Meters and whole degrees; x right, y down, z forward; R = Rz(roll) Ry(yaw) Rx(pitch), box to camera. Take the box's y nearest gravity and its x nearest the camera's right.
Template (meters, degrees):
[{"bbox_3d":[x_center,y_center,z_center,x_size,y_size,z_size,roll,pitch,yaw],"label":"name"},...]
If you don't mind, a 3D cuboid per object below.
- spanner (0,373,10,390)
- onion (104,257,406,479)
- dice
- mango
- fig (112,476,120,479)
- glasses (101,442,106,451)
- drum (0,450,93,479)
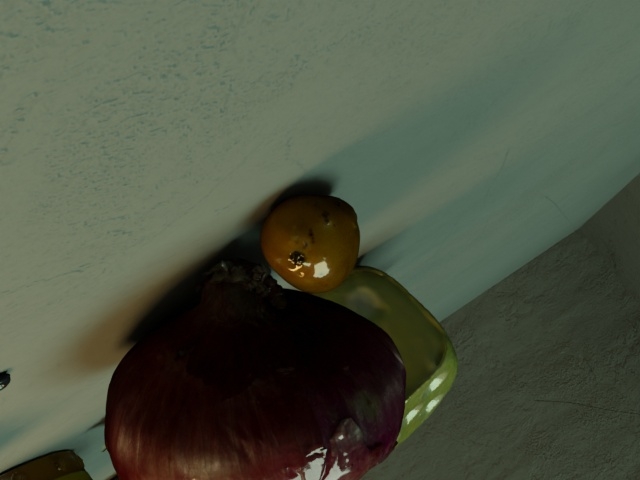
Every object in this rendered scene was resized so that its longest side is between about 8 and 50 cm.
[{"bbox_3d":[-0.366,0.162,0.829,0.208,0.012,0.046,-24,163,-43],"label":"spanner"},{"bbox_3d":[-0.076,0.142,1.036,0.347,0.285,0.347,-6,-161,2],"label":"onion"},{"bbox_3d":[0.063,0.203,1.508,0.233,0.238,0.227,-38,157,-17],"label":"dice"},{"bbox_3d":[0.003,-0.001,0.982,0.084,0.105,0.159,-21,-178,32],"label":"mango"},{"bbox_3d":[-0.381,0.543,2.025,0.159,0.159,0.257,-38,-173,14],"label":"fig"},{"bbox_3d":[-0.189,0.285,1.399,0.189,0.220,0.088,-42,-155,26],"label":"glasses"},{"bbox_3d":[-0.482,0.506,1.367,0.431,0.214,0.431,-34,168,-8],"label":"drum"}]
